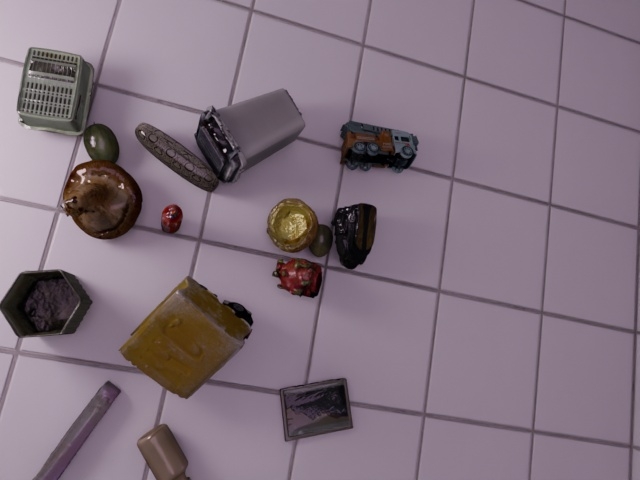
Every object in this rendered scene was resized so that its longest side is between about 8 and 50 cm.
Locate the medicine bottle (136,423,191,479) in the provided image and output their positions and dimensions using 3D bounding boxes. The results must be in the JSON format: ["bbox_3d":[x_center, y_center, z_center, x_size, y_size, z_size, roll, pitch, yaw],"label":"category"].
[{"bbox_3d":[-0.509,0.753,1.667,0.114,0.114,0.252,-30,89,-17],"label":"medicine bottle"}]

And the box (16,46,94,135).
[{"bbox_3d":[-0.933,-0.520,1.750,0.220,0.166,0.291,7,79,-13],"label":"box"}]

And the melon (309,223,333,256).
[{"bbox_3d":[0.000,0.000,1.936,0.098,0.098,0.131,13,76,-12],"label":"melon"}]

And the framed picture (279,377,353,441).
[{"bbox_3d":[-0.016,0.633,1.865,0.265,0.018,0.192,-6,81,-15],"label":"framed picture"}]

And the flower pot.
[{"bbox_3d":[-0.891,0.208,1.626,0.239,0.189,0.209,-4,82,-14],"label":"flower pot"}]

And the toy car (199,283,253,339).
[{"bbox_3d":[-0.389,0.279,1.772,0.301,0.118,0.193,26,105,-11],"label":"toy car"}]

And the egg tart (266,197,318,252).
[{"bbox_3d":[-0.104,-0.055,1.902,0.212,0.090,0.213,-2,80,14],"label":"egg tart"}]

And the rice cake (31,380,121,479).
[{"bbox_3d":[-0.808,0.652,1.634,0.070,0.064,0.399,36,74,-12],"label":"rice cake"}]

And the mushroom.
[{"bbox_3d":[-0.747,-0.134,1.712,0.267,0.254,0.267,-14,121,-25],"label":"mushroom"}]

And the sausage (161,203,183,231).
[{"bbox_3d":[-0.518,-0.076,1.724,0.074,0.274,0.074,2,82,-18],"label":"sausage"}]

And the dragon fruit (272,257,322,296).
[{"bbox_3d":[-0.088,0.139,1.860,0.172,0.166,0.160,8,121,17],"label":"dragon fruit"}]

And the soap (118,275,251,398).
[{"bbox_3d":[-0.447,0.329,1.655,0.335,0.156,0.293,-42,101,17],"label":"soap"}]

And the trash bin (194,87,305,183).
[{"bbox_3d":[-0.255,-0.410,1.853,0.367,0.296,0.256,-31,88,-23],"label":"trash bin"}]

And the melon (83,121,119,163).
[{"bbox_3d":[-0.790,-0.348,1.785,0.114,0.114,0.167,-21,93,-17],"label":"melon"}]

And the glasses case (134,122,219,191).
[{"bbox_3d":[-0.529,-0.304,1.832,0.354,0.137,0.085,36,73,-5],"label":"glasses case"}]

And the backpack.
[{"bbox_3d":[0.132,-0.014,1.943,0.206,0.133,0.258,4,88,-49],"label":"backpack"}]

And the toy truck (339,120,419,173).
[{"bbox_3d":[0.253,-0.395,2.054,0.338,0.133,0.185,3,64,-12],"label":"toy truck"}]
